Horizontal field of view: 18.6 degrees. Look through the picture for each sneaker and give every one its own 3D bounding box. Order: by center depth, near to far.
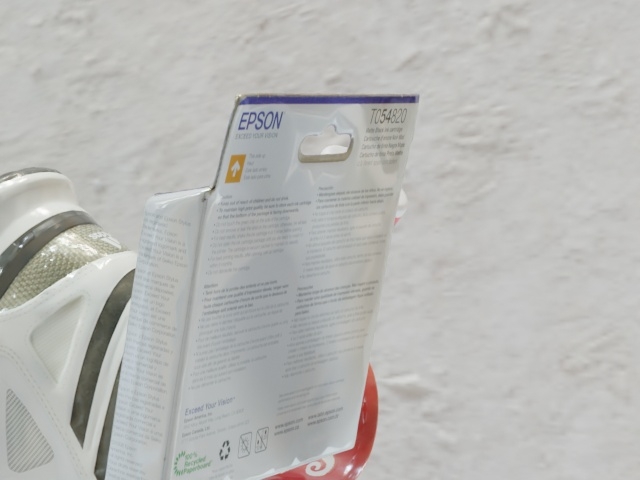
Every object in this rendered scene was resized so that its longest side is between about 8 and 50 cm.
[{"bbox_3d":[-0.214,0.200,1.237,0.257,0.447,0.169,42,23,19],"label":"sneaker"}]

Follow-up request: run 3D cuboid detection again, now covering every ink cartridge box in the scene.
[{"bbox_3d":[-0.028,0.023,1.081,0.223,0.045,0.224,-6,110,-62],"label":"ink cartridge box"}]

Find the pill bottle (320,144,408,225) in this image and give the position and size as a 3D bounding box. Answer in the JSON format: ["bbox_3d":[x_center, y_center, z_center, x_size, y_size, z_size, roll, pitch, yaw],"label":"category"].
[{"bbox_3d":[0.000,0.000,2.051,0.108,0.108,0.180,28,112,-22],"label":"pill bottle"}]

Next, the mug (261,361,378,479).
[{"bbox_3d":[-0.056,0.127,1.328,0.169,0.113,0.150,9,51,-34],"label":"mug"}]
